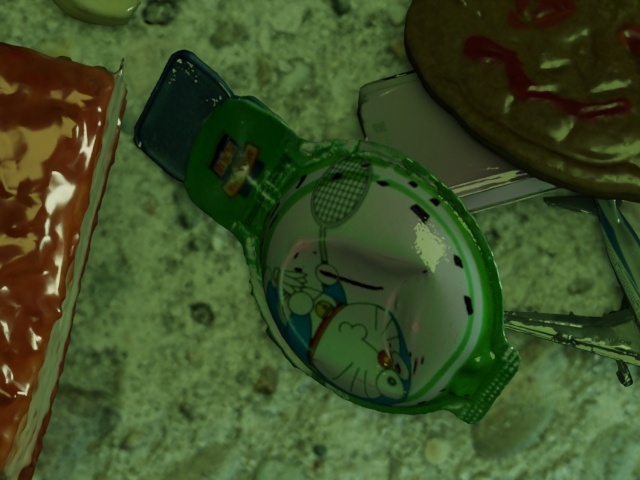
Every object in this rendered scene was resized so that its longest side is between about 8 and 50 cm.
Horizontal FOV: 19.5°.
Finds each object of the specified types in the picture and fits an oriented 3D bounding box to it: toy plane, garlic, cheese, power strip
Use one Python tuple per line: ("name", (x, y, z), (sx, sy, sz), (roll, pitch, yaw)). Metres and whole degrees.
("toy plane", (0.237, 0.049, 1.329), (0.226, 0.058, 0.226), (-18, 80, -12))
("garlic", (-0.166, -0.183, 1.316), (0.053, 0.041, 0.083), (-42, 99, -22))
("cheese", (0.000, 0.000, 1.265), (0.320, 0.204, 0.083), (40, 39, 11))
("power strip", (0.159, -0.089, 1.318), (0.279, 0.037, 0.109), (-15, 63, -3))

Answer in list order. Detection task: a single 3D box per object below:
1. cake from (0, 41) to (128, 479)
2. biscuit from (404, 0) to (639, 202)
("cake", (-0.277, -0.001, 1.140), (0.269, 0.319, 0.270), (14, 82, -7))
("biscuit", (0.203, -0.150, 1.298), (0.273, 0.049, 0.257), (25, 68, 14))
